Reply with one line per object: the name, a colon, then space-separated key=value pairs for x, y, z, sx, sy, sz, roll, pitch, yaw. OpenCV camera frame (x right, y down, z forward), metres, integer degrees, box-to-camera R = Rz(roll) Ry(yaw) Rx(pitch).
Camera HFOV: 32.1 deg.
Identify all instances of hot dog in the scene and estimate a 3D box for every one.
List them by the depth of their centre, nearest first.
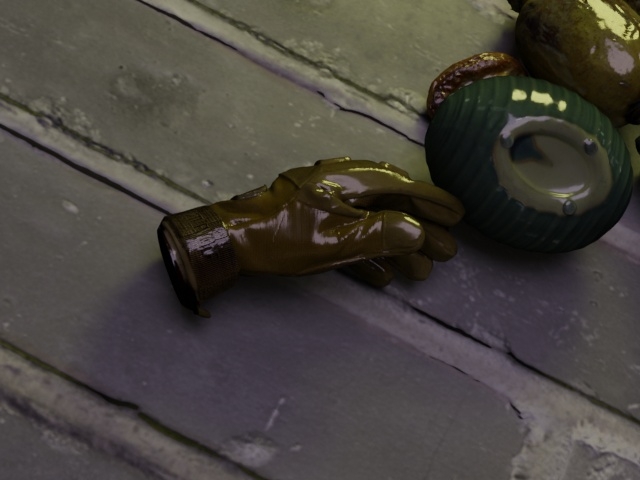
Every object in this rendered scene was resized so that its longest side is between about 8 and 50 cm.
hot dog: x=0.202 y=-0.178 z=1.376 sx=0.147 sy=0.065 sz=0.099 roll=-12 pitch=77 yaw=-21

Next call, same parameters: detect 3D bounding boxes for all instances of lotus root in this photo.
lotus root: x=0.318 y=-0.252 z=1.396 sx=0.154 sy=0.154 sz=0.278 roll=-24 pitch=64 yaw=-23

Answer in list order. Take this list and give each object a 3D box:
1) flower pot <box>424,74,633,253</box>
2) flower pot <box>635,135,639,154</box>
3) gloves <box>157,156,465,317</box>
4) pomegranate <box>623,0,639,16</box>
flower pot: x=0.237 y=-0.086 z=1.267 sx=0.243 sy=0.157 sz=0.189 roll=23 pitch=90 yaw=-9
flower pot: x=0.547 y=-0.131 z=1.318 sx=0.379 sy=0.379 sz=0.251 roll=-34 pitch=55 yaw=-25
gloves: x=-0.006 y=-0.015 z=1.199 sx=0.331 sy=0.154 sz=0.141 roll=-11 pitch=70 yaw=-11
pomegranate: x=0.429 y=-0.303 z=1.466 sx=0.143 sy=0.122 sz=0.169 roll=5 pitch=22 yaw=-42
